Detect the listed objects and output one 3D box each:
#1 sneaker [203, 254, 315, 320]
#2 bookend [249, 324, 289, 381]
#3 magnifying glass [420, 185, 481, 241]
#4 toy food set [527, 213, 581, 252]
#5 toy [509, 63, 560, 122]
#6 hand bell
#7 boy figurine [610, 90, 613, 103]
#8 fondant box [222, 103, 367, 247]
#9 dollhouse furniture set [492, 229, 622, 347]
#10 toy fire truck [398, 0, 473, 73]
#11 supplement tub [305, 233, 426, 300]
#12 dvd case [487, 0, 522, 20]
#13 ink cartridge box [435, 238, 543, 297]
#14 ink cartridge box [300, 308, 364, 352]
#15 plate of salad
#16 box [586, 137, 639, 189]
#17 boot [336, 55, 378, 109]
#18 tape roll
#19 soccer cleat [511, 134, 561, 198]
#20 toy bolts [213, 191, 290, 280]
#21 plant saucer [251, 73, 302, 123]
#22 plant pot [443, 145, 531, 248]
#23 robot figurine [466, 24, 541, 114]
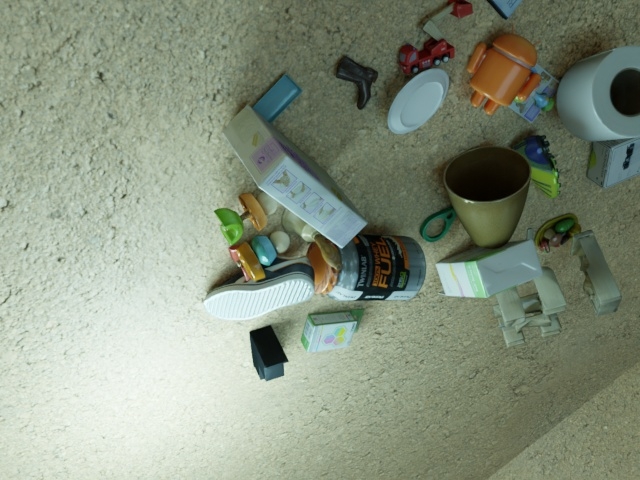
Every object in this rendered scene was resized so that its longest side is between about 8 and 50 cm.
[{"bbox_3d":[-0.164,0.128,1.756,0.321,0.127,0.126,-13,128,13],"label":"sneaker"},{"bbox_3d":[-0.152,0.369,1.913,0.072,0.157,0.156,-15,129,-17],"label":"bookend"},{"bbox_3d":[0.402,-0.084,1.952,0.231,0.026,0.092,-44,129,6],"label":"magnifying glass"},{"bbox_3d":[0.824,-0.009,2.207,0.218,0.071,0.128,-19,131,-14],"label":"toy food set"},{"bbox_3d":[0.574,-0.422,1.764,0.237,0.056,0.137,20,112,-38],"label":"toy"},{"bbox_3d":[0.000,0.000,1.651,0.126,0.242,0.126,-15,130,-19],"label":"hand bell"},{"bbox_3d":[0.942,-0.414,1.948,0.285,0.092,0.177,-12,126,-16],"label":"boy figurine"},{"bbox_3d":[-0.056,-0.146,1.495,0.096,0.238,0.330,-45,137,10],"label":"fondant box"},{"bbox_3d":[0.783,0.161,2.196,0.394,0.256,0.362,-18,153,10],"label":"dollhouse furniture set"},{"bbox_3d":[0.278,-0.498,1.551,0.192,0.047,0.135,-22,132,-11],"label":"toy fire truck"},{"bbox_3d":[0.126,0.077,1.813,0.316,0.193,0.193,2,123,-30],"label":"supplement tub"},{"bbox_3d":[0.484,-0.689,1.532,0.180,0.022,0.253,26,109,-40],"label":"dvd case"},{"bbox_3d":[0.506,0.090,2.005,0.207,0.353,0.119,-20,91,-14],"label":"ink cartridge box"},{"bbox_3d":[0.050,0.285,2.022,0.209,0.062,0.109,-3,125,-27],"label":"ink cartridge box"},{"bbox_3d":[0.247,-0.361,1.635,0.200,0.048,0.200,-29,151,-18],"label":"plate of salad"},{"bbox_3d":[1.025,-0.301,2.081,0.290,0.087,0.169,-23,132,-12],"label":"box"},{"bbox_3d":[0.076,-0.381,1.538,0.114,0.037,0.106,11,106,-38],"label":"boot"},{"bbox_3d":[0.809,-0.401,1.760,0.246,0.169,0.246,-1,95,-11],"label":"tape roll"},{"bbox_3d":[0.668,-0.222,1.967,0.121,0.093,0.289,-16,144,24],"label":"soccer cleat"},{"bbox_3d":[-0.144,0.005,1.624,0.158,0.218,0.228,-29,151,-14],"label":"toy bolts"},{"bbox_3d":[-0.131,-0.307,1.498,0.192,0.018,0.067,-43,133,9],"label":"plant saucer"},{"bbox_3d":[0.492,-0.103,1.844,0.237,0.237,0.254,-28,134,-7],"label":"plant pot"},{"bbox_3d":[0.476,-0.437,1.650,0.128,0.158,0.219,1,125,-49],"label":"robot figurine"}]
